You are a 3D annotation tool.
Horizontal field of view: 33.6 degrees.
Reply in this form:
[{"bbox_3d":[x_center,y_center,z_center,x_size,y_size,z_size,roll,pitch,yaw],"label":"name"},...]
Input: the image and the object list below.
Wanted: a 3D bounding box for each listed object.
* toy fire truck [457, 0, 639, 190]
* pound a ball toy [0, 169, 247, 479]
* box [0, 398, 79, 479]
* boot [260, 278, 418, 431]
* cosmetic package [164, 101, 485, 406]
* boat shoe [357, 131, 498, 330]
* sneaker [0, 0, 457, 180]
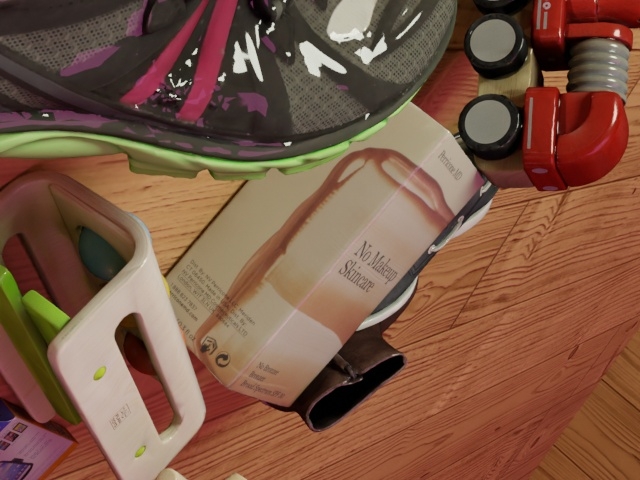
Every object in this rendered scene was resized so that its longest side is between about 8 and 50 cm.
[{"bbox_3d":[0.273,-0.156,1.006,0.158,0.246,0.217,34,59,-64],"label":"toy fire truck"},{"bbox_3d":[-0.138,0.105,0.834,0.135,0.208,0.319,-49,156,-24],"label":"pound a ball toy"},{"bbox_3d":[-0.280,0.188,0.942,0.081,0.028,0.136,-45,152,-6],"label":"box"},{"bbox_3d":[0.047,0.110,1.142,0.248,0.207,0.090,-33,109,-18],"label":"boot"},{"bbox_3d":[0.000,0.000,0.994,0.296,0.129,0.153,-50,153,4],"label":"cosmetic package"},{"bbox_3d":[0.087,-0.020,1.136,0.302,0.114,0.091,-45,157,-34],"label":"boat shoe"},{"bbox_3d":[-0.077,-0.147,0.545,0.483,0.185,0.202,-14,153,-43],"label":"sneaker"}]
